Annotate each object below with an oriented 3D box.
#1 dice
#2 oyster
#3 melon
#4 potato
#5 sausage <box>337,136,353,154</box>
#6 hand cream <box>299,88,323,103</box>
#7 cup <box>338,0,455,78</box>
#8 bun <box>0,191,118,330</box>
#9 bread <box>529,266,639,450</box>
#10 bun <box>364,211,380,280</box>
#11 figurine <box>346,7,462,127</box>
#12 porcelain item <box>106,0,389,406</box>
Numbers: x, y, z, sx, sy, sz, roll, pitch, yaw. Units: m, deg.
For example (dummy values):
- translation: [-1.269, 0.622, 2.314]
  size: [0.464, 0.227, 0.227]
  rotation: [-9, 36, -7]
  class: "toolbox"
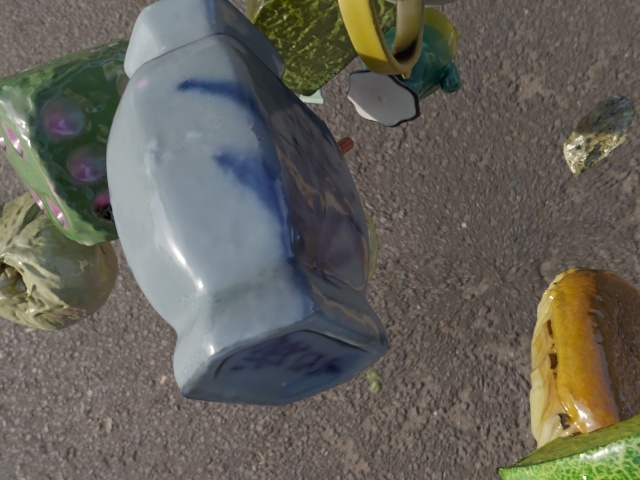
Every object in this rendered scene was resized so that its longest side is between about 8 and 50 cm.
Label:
- translation: [-0.421, -0.201, 0.999]
  size: [0.331, 0.318, 0.322]
  rotation: [17, 134, 48]
  class: "dice"
- translation: [0.681, -0.272, 1.267]
  size: [0.209, 0.072, 0.132]
  rotation: [-51, 44, 29]
  class: "oyster"
- translation: [0.280, 0.153, 0.351]
  size: [0.265, 0.169, 0.129]
  rotation: [-29, 68, -2]
  class: "melon"
- translation: [-0.005, -0.438, 0.770]
  size: [0.330, 0.213, 0.279]
  rotation: [-24, 68, 43]
  class: "potato"
- translation: [0.026, -0.196, 1.160]
  size: [0.034, 0.129, 0.034]
  rotation: [28, 140, 27]
  class: "sausage"
- translation: [-0.022, -0.496, 1.441]
  size: [0.078, 0.050, 0.204]
  rotation: [11, 110, 24]
  class: "hand cream"
- translation: [0.045, -0.232, 0.336]
  size: [0.186, 0.226, 0.240]
  rotation: [7, 109, 28]
  class: "cup"
- translation: [-0.659, 0.048, 1.187]
  size: [0.362, 0.213, 0.360]
  rotation: [1, 92, 13]
  class: "bun"
- translation: [0.446, 0.223, 0.800]
  size: [0.236, 0.183, 0.388]
  rotation: [14, 50, -10]
  class: "bread"
- translation: [0.000, 0.000, 0.935]
  size: [0.230, 0.145, 0.229]
  rotation: [4, 55, -6]
  class: "bun"
- translation: [0.227, -0.480, 1.335]
  size: [0.324, 0.231, 0.339]
  rotation: [21, 62, 13]
  class: "figurine"
- translation: [-0.081, -0.055, 0.502]
  size: [0.179, 0.243, 0.404]
  rotation: [-32, 55, 20]
  class: "porcelain item"
